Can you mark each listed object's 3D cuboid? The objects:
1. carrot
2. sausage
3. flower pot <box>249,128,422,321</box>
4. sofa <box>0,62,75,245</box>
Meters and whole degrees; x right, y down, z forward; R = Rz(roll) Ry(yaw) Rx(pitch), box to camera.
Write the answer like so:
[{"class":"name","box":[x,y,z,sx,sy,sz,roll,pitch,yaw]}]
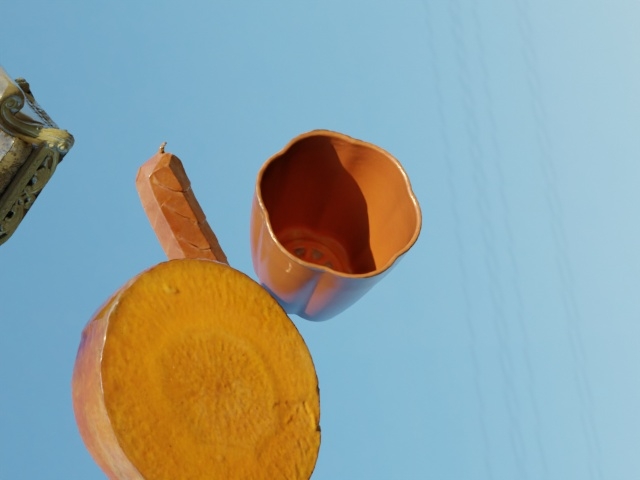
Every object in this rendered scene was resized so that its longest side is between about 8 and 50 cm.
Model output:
[{"class":"carrot","box":[-0.131,0.175,1.492,0.258,0.100,0.307,-31,-90,-23]},{"class":"sausage","box":[-0.166,-0.028,1.585,0.169,0.065,0.065,64,-154,-8]},{"class":"flower pot","box":[0.000,0.000,1.540,0.190,0.173,0.191,8,-123,-13]},{"class":"sofa","box":[-0.480,-0.120,1.790,0.182,0.258,0.200,27,-167,-45]}]
